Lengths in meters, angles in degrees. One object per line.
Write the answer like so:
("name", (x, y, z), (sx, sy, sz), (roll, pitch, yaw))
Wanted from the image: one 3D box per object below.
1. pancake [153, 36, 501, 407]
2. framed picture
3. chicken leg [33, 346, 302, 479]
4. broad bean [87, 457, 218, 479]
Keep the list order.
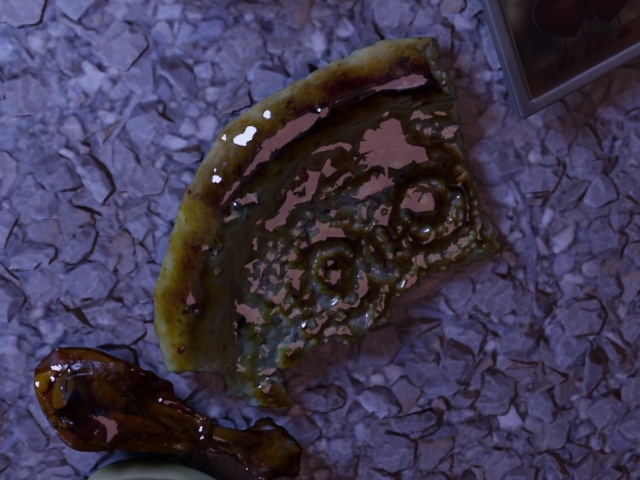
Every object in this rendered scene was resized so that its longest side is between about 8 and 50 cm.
("pancake", (-0.002, -0.005, 1.280), (0.427, 0.067, 0.305), (-36, 113, 1))
("framed picture", (0.244, -0.290, 1.221), (0.211, 0.020, 0.289), (-29, 119, -10))
("chicken leg", (-0.158, 0.195, 1.297), (0.304, 0.113, 0.093), (24, 123, -20))
("broad bean", (-0.144, 0.330, 1.342), (0.189, 0.121, 0.263), (-34, 124, 22))
